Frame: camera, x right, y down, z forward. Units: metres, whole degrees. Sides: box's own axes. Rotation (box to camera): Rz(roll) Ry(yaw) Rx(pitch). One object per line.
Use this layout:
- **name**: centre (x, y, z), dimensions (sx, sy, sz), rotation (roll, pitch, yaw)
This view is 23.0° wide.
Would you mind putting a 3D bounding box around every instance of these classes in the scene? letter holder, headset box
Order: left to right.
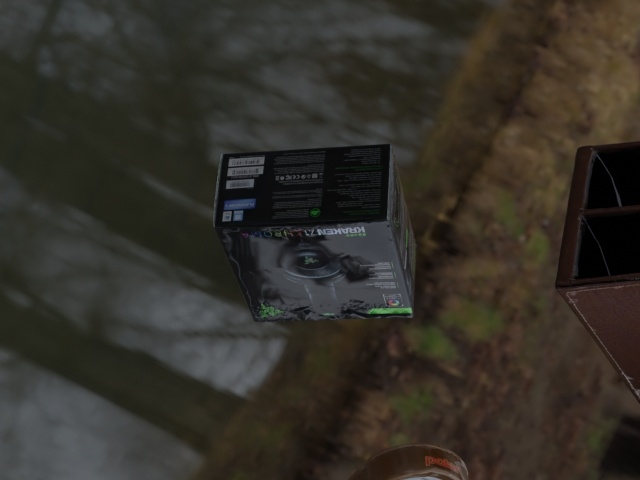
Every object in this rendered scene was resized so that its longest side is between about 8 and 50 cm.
- **headset box**: centre (0.000, 0.000, 2.241), dimensions (0.283, 0.246, 0.131), rotation (73, 18, -56)
- **letter holder**: centre (0.375, 0.048, 1.430), dimensions (0.302, 0.214, 0.152), rotation (48, 46, -44)

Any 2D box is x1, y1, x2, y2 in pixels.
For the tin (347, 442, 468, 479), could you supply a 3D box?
- **tin**: centre (0.056, 0.252, 1.399), dimensions (0.190, 0.106, 0.040), rotation (-51, -155, 31)
